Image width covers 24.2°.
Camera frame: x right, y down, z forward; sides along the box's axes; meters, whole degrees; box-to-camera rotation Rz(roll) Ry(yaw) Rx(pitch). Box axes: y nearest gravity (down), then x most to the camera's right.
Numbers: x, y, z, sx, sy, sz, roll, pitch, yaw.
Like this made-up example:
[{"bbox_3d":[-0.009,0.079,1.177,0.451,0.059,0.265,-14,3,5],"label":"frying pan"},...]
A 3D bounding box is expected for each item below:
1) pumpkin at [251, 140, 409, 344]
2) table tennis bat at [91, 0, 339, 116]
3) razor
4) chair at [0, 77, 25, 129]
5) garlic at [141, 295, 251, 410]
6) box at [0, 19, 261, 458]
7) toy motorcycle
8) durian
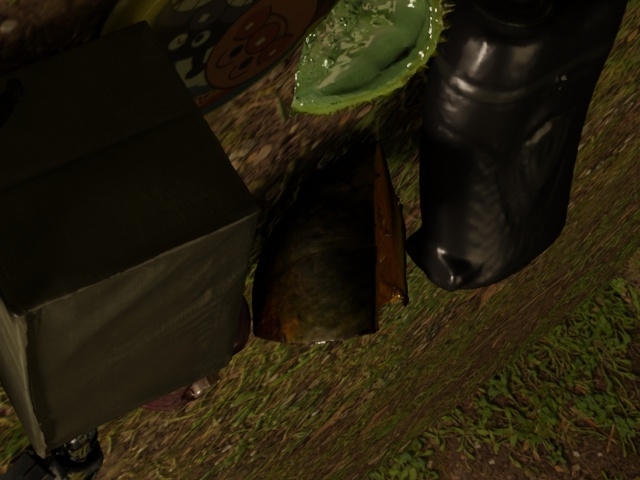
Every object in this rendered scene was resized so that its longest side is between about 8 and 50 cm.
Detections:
[{"bbox_3d":[0.000,0.000,1.403,0.148,0.169,0.312,-9,-177,7],"label":"pumpkin"},{"bbox_3d":[-0.010,-0.192,0.957,0.369,0.054,0.224,-43,164,15],"label":"table tennis bat"},{"bbox_3d":[0.180,-0.116,1.417,0.204,0.113,0.349,-30,145,-33],"label":"razor"},{"bbox_3d":[-0.234,-0.004,0.703,0.149,0.174,0.213,-36,152,-37],"label":"chair"},{"bbox_3d":[-0.125,0.090,1.329,0.147,0.102,0.159,-49,164,15],"label":"garlic"},{"bbox_3d":[-0.145,0.004,0.918,0.149,0.155,0.231,-25,158,-19],"label":"box"},{"bbox_3d":[-0.273,0.246,1.454,0.193,0.061,0.124,-50,159,-6],"label":"toy motorcycle"},{"bbox_3d":[0.043,-0.173,1.105,0.100,0.086,0.215,-11,141,-36],"label":"durian"}]
